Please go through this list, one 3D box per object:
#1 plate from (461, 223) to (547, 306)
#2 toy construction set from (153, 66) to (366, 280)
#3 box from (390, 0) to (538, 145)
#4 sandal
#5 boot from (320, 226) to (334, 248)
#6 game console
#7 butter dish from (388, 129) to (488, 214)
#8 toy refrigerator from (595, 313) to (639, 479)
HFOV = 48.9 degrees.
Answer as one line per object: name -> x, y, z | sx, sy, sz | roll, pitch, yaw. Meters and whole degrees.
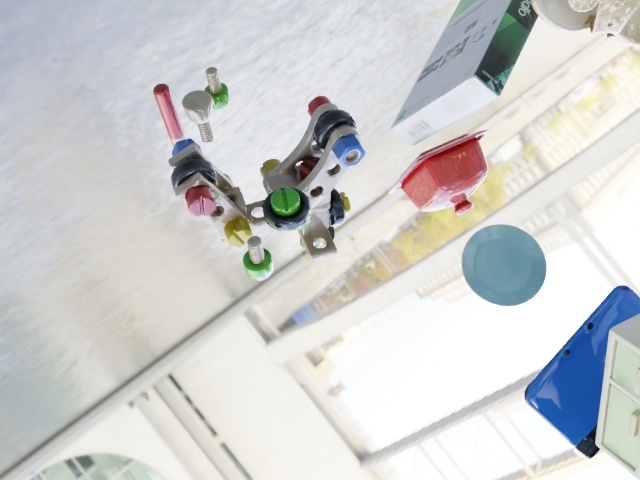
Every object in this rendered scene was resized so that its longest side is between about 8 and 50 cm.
plate -> 0.401, 0.055, 1.547 | 0.188, 0.188, 0.024 | -38, 167, -10
toy construction set -> -0.093, -0.075, 0.992 | 0.257, 0.309, 0.237 | -42, 152, -23
box -> 0.253, -0.319, 1.132 | 0.322, 0.058, 0.232 | -62, -163, -21
sandal -> 0.358, -0.291, 0.854 | 0.240, 0.088, 0.079 | 3, -176, -39
boot -> 0.000, 0.000, 1.608 | 0.037, 0.106, 0.114 | -9, 138, -17
game console -> 0.550, 0.262, 1.382 | 0.293, 0.173, 0.250 | -47, 159, -2
butter dish -> 0.223, -0.099, 1.221 | 0.160, 0.118, 0.160 | -26, 170, -22
toy refrigerator -> 0.537, 0.264, 1.180 | 0.094, 0.269, 0.102 | -20, -146, -20
